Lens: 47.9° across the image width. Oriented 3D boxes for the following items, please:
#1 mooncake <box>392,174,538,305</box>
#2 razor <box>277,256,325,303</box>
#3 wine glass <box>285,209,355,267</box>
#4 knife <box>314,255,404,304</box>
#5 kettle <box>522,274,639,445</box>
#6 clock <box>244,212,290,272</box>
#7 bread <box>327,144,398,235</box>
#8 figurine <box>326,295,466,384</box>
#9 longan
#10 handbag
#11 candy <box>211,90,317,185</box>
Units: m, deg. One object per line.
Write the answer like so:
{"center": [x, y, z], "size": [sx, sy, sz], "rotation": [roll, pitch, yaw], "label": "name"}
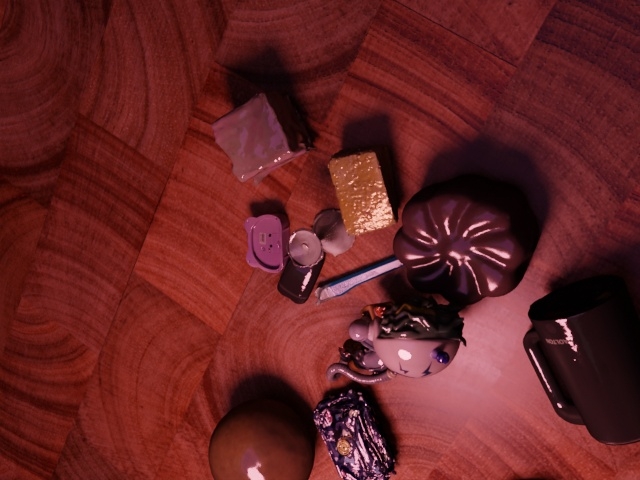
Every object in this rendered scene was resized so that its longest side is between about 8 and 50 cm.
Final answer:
{"center": [0.316, 0.002, 1.581], "size": [0.306, 0.154, 0.306], "rotation": [8, 110, 24], "label": "mooncake"}
{"center": [-0.049, 0.085, 1.823], "size": [0.090, 0.054, 0.148], "rotation": [31, 115, 10], "label": "razor"}
{"center": [0.000, 0.000, 1.705], "size": [0.122, 0.183, 0.122], "rotation": [7, 107, 21], "label": "wine glass"}
{"center": [0.102, 0.093, 1.774], "size": [0.297, 0.026, 0.044], "rotation": [-24, 96, 25], "label": "knife"}
{"center": [0.564, 0.261, 1.514], "size": [0.262, 0.203, 0.308], "rotation": [-22, 97, 26], "label": "kettle"}
{"center": [-0.134, 0.001, 1.841], "size": [0.110, 0.050, 0.152], "rotation": [6, 106, 23], "label": "clock"}
{"center": [0.104, -0.120, 1.669], "size": [0.138, 0.102, 0.196], "rotation": [-9, 103, 29], "label": "bread"}
{"center": [0.180, 0.221, 1.625], "size": [0.382, 0.261, 0.186], "rotation": [-31, 73, 63], "label": "figurine"}
{"center": [-0.158, 0.565, 1.887], "size": [0.297, 0.297, 0.297], "rotation": [7, 107, 23], "label": "longan"}
{"center": [0.091, 0.508, 1.846], "size": [0.162, 0.113, 0.260], "rotation": [-24, 86, 21], "label": "handbag"}
{"center": [-0.135, -0.246, 1.725], "size": [0.195, 0.137, 0.184], "rotation": [-24, 94, 26], "label": "candy"}
